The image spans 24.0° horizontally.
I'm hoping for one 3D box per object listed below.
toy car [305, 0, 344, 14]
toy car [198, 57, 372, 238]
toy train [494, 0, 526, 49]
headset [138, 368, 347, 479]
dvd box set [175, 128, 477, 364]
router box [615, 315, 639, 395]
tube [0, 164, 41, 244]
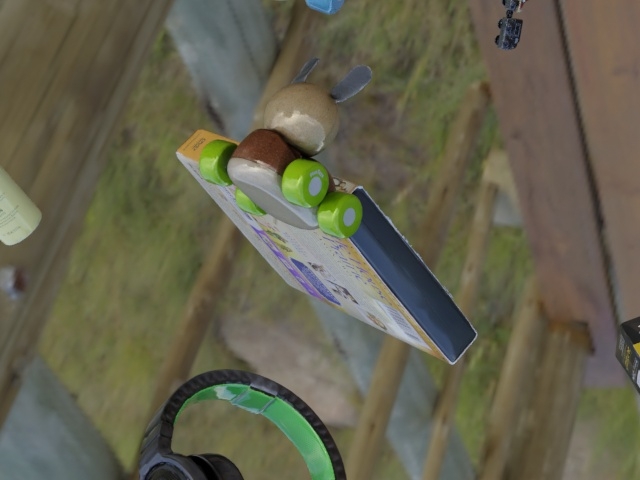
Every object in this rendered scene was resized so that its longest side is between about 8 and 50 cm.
[{"bbox_3d":[-0.039,-0.458,1.983,0.219,0.238,0.210,22,162,15],"label":"toy car"},{"bbox_3d":[-0.016,-0.119,1.696,0.155,0.188,0.149,16,164,38],"label":"toy car"},{"bbox_3d":[0.268,-0.335,2.036,0.036,0.158,0.027,1,-164,-32],"label":"toy train"},{"bbox_3d":[-0.100,0.332,1.652,0.243,0.394,0.185,24,134,-21],"label":"headset"},{"bbox_3d":[0.000,0.000,2.072,0.307,0.062,0.420,50,165,-32],"label":"dvd box set"},{"bbox_3d":[0.568,0.167,1.916,0.308,0.243,0.081,-20,144,-10],"label":"router box"},{"bbox_3d":[-0.431,-0.093,1.805,0.062,0.070,0.240,10,144,49],"label":"tube"}]
